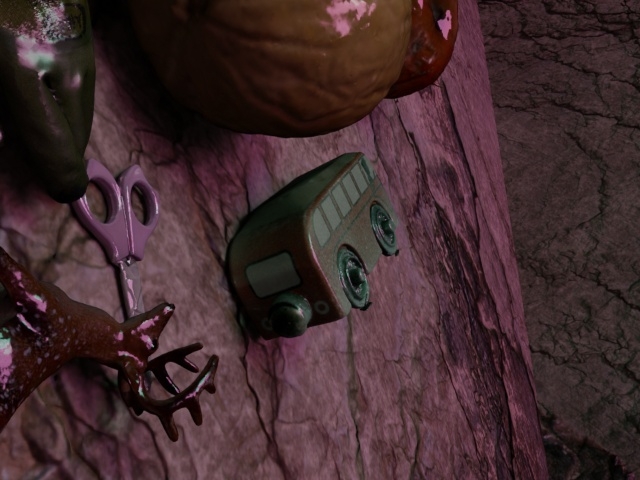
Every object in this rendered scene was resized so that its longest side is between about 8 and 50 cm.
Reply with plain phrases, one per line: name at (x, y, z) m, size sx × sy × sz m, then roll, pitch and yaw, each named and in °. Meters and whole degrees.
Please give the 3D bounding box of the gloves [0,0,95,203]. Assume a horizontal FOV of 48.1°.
gloves at (-0.232, -0.157, 0.543) m, size 0.135 × 0.107 × 0.268 m, roll -26°, pitch 104°, yaw -33°

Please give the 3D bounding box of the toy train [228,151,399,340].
toy train at (0.000, 0.000, 0.894) m, size 0.159 × 0.129 × 0.326 m, roll 62°, pitch 28°, yaw -13°

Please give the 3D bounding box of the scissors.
scissors at (-0.171, 0.030, 0.646) m, size 0.110 × 0.021 × 0.212 m, roll 4°, pitch 71°, yaw -61°

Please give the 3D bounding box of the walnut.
walnut at (-0.043, -0.257, 0.772) m, size 0.333 × 0.332 × 0.333 m, roll 42°, pitch 40°, yaw -49°

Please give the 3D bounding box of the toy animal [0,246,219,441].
toy animal at (-0.204, 0.082, 0.507) m, size 0.243 × 0.087 × 0.260 m, roll -48°, pitch 122°, yaw -46°

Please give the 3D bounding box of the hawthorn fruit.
hawthorn fruit at (0.109, -0.367, 1.210) m, size 0.262 × 0.258 × 0.258 m, roll 94°, pitch -3°, yaw -59°
